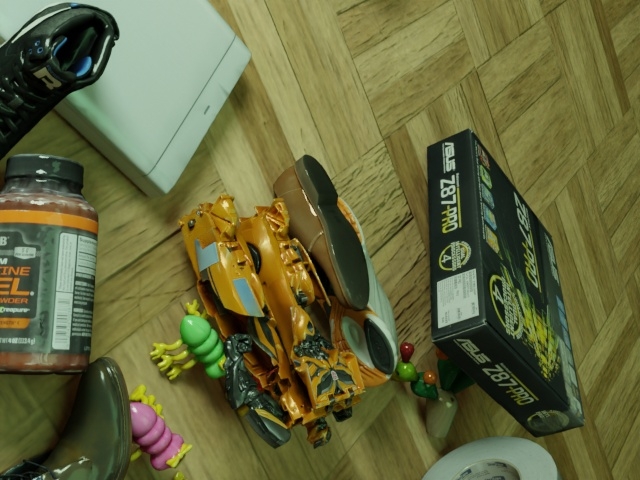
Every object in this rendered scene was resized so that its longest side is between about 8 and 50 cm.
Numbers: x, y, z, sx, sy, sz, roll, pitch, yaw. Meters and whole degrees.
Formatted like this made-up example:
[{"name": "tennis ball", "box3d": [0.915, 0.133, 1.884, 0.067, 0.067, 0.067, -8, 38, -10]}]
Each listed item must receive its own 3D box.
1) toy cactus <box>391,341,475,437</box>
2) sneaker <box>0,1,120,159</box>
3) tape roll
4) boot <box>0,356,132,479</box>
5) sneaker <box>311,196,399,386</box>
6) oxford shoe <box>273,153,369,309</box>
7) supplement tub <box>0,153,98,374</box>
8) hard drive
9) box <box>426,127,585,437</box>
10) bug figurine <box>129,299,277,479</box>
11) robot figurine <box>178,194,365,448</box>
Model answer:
[{"name": "toy cactus", "box3d": [0.183, 0.211, 1.227, 0.219, 0.112, 0.180, -7, 109, -50]}, {"name": "sneaker", "box3d": [-0.267, -0.132, 0.699, 0.079, 0.121, 0.217, 45, 74, -33]}, {"name": "tape roll", "box3d": [0.250, 0.387, 1.169, 0.219, 0.219, 0.072, -43, 116, -42]}, {"name": "boot", "box3d": [-0.245, 0.217, 0.747, 0.106, 0.082, 0.219, 16, 76, -49]}, {"name": "sneaker", "box3d": [0.041, 0.065, 1.092, 0.121, 0.099, 0.262, -9, 84, -74]}, {"name": "oxford shoe", "box3d": [0.000, 0.000, 1.010, 0.076, 0.076, 0.212, 13, 49, -57]}, {"name": "supplement tub", "box3d": [-0.261, 0.024, 0.737, 0.106, 0.106, 0.198, 10, 77, -47]}, {"name": "hard drive", "box3d": [-0.237, -0.246, 0.841, 0.353, 0.047, 0.233, 47, 54, -33]}, {"name": "box", "box3d": [0.284, 0.063, 1.257, 0.318, 0.097, 0.395, 46, 34, -35]}, {"name": "bug figurine", "box3d": [-0.124, 0.204, 0.890, 0.216, 0.072, 0.279, 54, 50, -29]}, {"name": "robot figurine", "box3d": [-0.048, 0.091, 0.904, 0.211, 0.085, 0.291, -3, 64, -58]}]
